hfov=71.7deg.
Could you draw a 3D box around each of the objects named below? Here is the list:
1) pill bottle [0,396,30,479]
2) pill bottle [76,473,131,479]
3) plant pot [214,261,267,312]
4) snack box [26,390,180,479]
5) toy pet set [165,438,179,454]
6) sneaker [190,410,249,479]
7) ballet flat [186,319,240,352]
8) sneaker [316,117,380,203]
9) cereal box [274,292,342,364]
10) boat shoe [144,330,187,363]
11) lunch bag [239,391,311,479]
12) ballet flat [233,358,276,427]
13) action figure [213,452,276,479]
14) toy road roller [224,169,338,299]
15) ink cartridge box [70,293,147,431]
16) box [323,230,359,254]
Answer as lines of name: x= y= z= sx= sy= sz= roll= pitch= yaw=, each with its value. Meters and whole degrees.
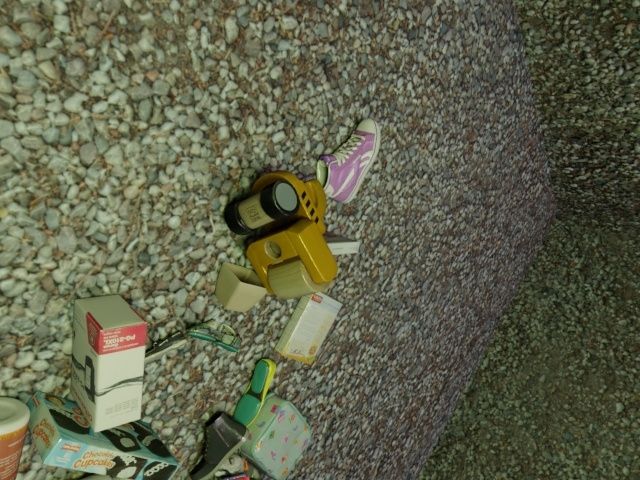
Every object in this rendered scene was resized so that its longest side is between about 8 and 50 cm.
pill bottle: x=-0.666 y=0.437 z=0.880 sx=0.121 sy=0.121 sz=0.216 roll=9 pitch=99 yaw=-47
pill bottle: x=-0.557 y=0.638 z=1.064 sx=0.229 sy=0.131 sz=0.131 roll=-1 pitch=107 yaw=-45
plant pot: x=-0.226 y=0.136 z=1.220 sx=0.109 sy=0.109 sz=0.096 roll=22 pitch=102 yaw=-47
snack box: x=-0.493 y=0.456 z=1.013 sx=0.060 sy=0.187 sz=0.322 roll=-57 pitch=136 yaw=-13
toy pet set: x=-0.461 y=0.587 z=1.210 sx=0.122 sy=0.065 sz=0.114 roll=-35 pitch=163 yaw=-27
sneaker: x=-0.332 y=0.615 z=1.335 sx=0.222 sy=0.083 sz=0.118 roll=-45 pitch=102 yaw=-2
ballet flat: x=-0.294 y=0.257 z=1.237 sx=0.070 sy=0.070 sz=0.188 roll=-59 pitch=138 yaw=-10
sneaker: x=0.081 y=-0.264 z=1.368 sx=0.161 sy=0.102 sz=0.282 roll=20 pitch=91 yaw=-44
cereal box: x=-0.037 y=0.290 z=1.507 sx=0.173 sy=0.047 sz=0.240 roll=36 pitch=79 yaw=-47
boat shoe: x=-0.406 y=0.273 z=1.137 sx=0.125 sy=0.038 sz=0.046 roll=-25 pitch=164 yaw=-30
lunch bag: x=-0.148 y=0.657 z=1.493 sx=0.224 sy=0.107 sz=0.279 roll=-53 pitch=138 yaw=-32
ballet flat: x=-0.199 y=0.488 z=1.411 sx=0.077 sy=0.077 sz=0.231 roll=29 pitch=82 yaw=-64
action figure: x=-0.315 y=0.830 z=1.411 sx=0.341 sy=0.178 sz=0.330 roll=2 pitch=100 yaw=-16
toy road roller: x=-0.069 y=-0.030 z=1.194 sx=0.240 sy=0.202 sz=0.330 roll=-38 pitch=104 yaw=-49
ink cartridge box: x=-0.467 y=0.262 z=0.972 sx=0.100 sy=0.172 sz=0.237 roll=-4 pitch=109 yaw=-44
box: x=0.000 y=0.000 z=1.326 sx=0.145 sy=0.186 sz=0.038 roll=-3 pitch=108 yaw=-44
